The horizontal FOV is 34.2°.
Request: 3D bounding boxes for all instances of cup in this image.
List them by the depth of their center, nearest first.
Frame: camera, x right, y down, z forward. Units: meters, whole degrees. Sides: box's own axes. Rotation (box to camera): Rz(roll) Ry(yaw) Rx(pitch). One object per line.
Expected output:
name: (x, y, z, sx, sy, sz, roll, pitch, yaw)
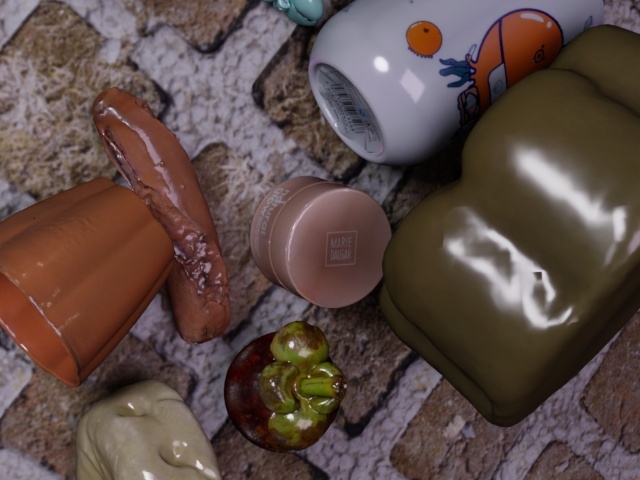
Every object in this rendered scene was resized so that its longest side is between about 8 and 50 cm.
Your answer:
cup: (0.151, -0.239, 1.253, 0.317, 0.212, 0.212, -36, 116, -16)

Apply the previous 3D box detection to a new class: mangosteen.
mangosteen: (-0.043, 0.183, 1.255, 0.146, 0.181, 0.156, -22, 93, -8)

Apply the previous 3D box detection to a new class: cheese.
cheese: (-0.195, 0.278, 1.178, 0.117, 0.218, 0.235, -8, 83, -34)

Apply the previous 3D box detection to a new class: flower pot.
flower pot: (-0.258, 0.032, 1.109, 0.173, 0.190, 0.190, -42, 119, -29)

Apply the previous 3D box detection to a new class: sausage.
sausage: (-0.171, -0.026, 1.195, 0.087, 0.079, 0.326, -17, 112, 2)

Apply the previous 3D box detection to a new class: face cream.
face cream: (0.000, 0.000, 1.280, 0.149, 0.104, 0.149, -7, 105, -28)

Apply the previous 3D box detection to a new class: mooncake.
mooncake: (0.278, -0.016, 1.225, 0.467, 0.467, 0.262, -42, 73, -16)

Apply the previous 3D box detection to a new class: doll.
doll: (-0.018, -0.333, 1.221, 0.159, 0.059, 0.158, -19, 110, -26)
